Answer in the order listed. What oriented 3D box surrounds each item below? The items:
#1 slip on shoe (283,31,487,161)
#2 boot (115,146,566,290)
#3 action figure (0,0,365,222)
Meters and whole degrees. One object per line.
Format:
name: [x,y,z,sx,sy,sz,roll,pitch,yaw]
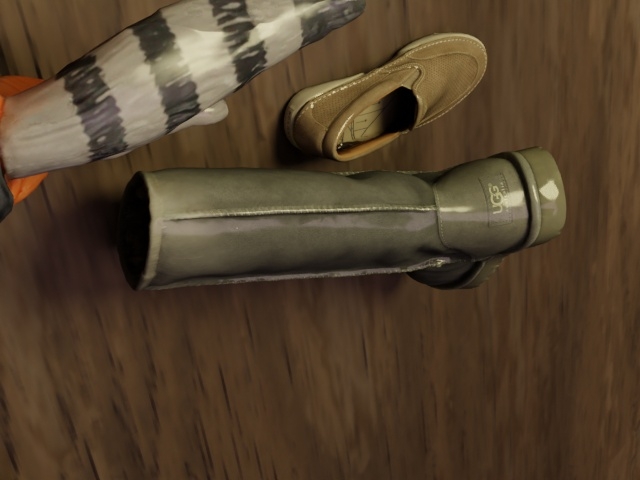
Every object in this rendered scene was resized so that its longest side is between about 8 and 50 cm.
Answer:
slip on shoe: [0.045,-0.078,0.597,0.135,0.041,0.051,-21,127,-29]
boot: [-0.001,-0.002,0.568,0.208,0.076,0.189,-12,167,-16]
action figure: [-0.142,-0.051,0.311,0.330,0.178,0.341,-48,168,-30]
